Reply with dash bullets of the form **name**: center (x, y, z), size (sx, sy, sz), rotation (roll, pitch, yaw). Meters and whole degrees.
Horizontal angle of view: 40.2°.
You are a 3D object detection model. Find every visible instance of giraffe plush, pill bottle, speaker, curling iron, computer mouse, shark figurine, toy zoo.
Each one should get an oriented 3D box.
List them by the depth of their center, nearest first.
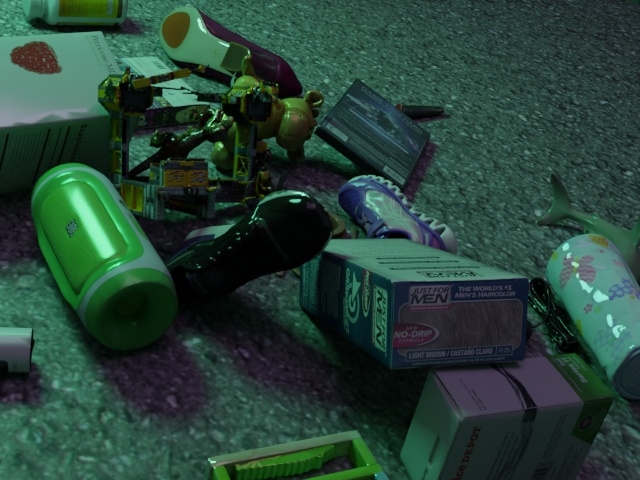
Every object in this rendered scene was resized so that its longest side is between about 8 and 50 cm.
- **toy zoo**: center (0.017, 0.325, 0.906), size (0.192, 0.030, 0.293), rotation (-4, 36, -26)
- **speaker**: center (-0.409, 0.127, 1.031), size (0.136, 0.055, 0.055), rotation (4, 33, -16)
- **speaker**: center (-0.298, 0.014, 1.180), size (0.131, 0.131, 0.296), rotation (-9, 38, -31)
- **computer mouse**: center (0.258, 0.088, 1.333), size (0.262, 0.060, 0.184), rotation (7, 34, -11)
- **shark figurine**: center (0.515, -0.016, 1.545), size (0.166, 0.116, 0.278), rotation (2, 36, -20)
- **giraffe plush**: center (-0.089, -0.215, 1.588), size (0.171, 0.181, 0.210), rotation (18, 48, -14)
- **curling iron**: center (0.156, -0.285, 1.897), size (0.274, 0.035, 0.068), rotation (-6, 37, -27)
- **pill bottle**: center (-0.549, -0.540, 1.954), size (0.215, 0.117, 0.117), rotation (-7, 38, -30)

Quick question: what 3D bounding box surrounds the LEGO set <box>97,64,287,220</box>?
- **LEGO set**: center (-0.168, -0.137, 1.319), size (0.331, 0.255, 0.192), rotation (8, 4, -39)

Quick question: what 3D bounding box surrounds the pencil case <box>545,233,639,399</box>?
- **pencil case**: center (0.438, 0.105, 1.304), size (0.113, 0.124, 0.273), rotation (46, 15, -35)

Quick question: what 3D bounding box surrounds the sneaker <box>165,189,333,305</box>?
- **sneaker**: center (-0.107, 0.030, 1.156), size (0.107, 0.283, 0.124), rotation (55, 42, -15)

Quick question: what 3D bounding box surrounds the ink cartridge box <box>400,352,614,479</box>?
- **ink cartridge box**: center (0.214, 0.221, 1.026), size (0.208, 0.153, 0.087), rotation (-1, 34, -24)

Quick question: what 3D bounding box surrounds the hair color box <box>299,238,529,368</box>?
- **hair color box**: center (0.102, 0.069, 1.130), size (0.174, 0.105, 0.347), rotation (-1, 7, -18)

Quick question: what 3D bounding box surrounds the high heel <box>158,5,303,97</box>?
- **high heel**: center (-0.206, -0.398, 1.916), size (0.181, 0.127, 0.377), rotation (22, 13, -48)

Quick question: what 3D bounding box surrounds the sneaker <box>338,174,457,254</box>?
- **sneaker**: center (0.106, -0.023, 1.428), size (0.104, 0.095, 0.236), rotation (-27, 50, -36)

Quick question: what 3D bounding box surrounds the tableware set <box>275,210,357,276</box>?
- **tableware set**: center (0.000, 0.000, 1.394), size (0.128, 0.039, 0.194), rotation (11, 32, -4)

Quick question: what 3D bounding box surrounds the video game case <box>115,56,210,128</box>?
- **video game case**: center (-0.362, -0.290, 1.707), size (0.210, 0.041, 0.232), rotation (-13, 41, -36)

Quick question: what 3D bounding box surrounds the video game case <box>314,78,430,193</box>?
- **video game case**: center (0.109, -0.208, 1.709), size (0.196, 0.026, 0.274), rotation (37, 32, -3)

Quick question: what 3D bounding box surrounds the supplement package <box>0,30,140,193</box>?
- **supplement package**: center (-0.460, -0.196, 1.353), size (0.293, 0.175, 0.177), rotation (-14, 66, -36)
